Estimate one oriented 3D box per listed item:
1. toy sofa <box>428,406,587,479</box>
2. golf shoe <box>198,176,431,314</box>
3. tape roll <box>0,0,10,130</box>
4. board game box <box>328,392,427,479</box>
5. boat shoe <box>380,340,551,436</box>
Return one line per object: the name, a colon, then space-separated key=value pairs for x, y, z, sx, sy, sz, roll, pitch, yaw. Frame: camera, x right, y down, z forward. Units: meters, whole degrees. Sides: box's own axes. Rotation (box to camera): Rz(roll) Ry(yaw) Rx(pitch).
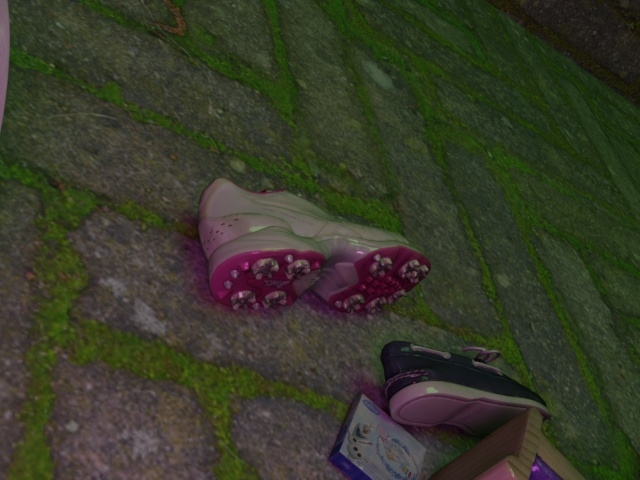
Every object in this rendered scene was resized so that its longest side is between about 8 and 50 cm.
toy sofa: x=0.243 y=0.347 z=0.729 sx=0.362 sy=0.150 sz=0.177 roll=46 pitch=30 yaw=1
golf shoe: x=0.000 y=0.000 z=0.888 sx=0.306 sy=0.115 sz=0.140 roll=9 pitch=43 yaw=-45
tape roll: x=-0.319 y=-0.095 z=0.497 sx=0.169 sy=0.246 sz=0.246 roll=9 pitch=46 yaw=-43
board game box: x=0.058 y=0.207 z=0.798 sx=0.090 sy=0.020 sz=0.090 roll=42 pitch=32 yaw=-5
boat shoe: x=0.159 y=0.162 z=0.897 sx=0.254 sy=0.095 sz=0.079 roll=15 pitch=47 yaw=-37
